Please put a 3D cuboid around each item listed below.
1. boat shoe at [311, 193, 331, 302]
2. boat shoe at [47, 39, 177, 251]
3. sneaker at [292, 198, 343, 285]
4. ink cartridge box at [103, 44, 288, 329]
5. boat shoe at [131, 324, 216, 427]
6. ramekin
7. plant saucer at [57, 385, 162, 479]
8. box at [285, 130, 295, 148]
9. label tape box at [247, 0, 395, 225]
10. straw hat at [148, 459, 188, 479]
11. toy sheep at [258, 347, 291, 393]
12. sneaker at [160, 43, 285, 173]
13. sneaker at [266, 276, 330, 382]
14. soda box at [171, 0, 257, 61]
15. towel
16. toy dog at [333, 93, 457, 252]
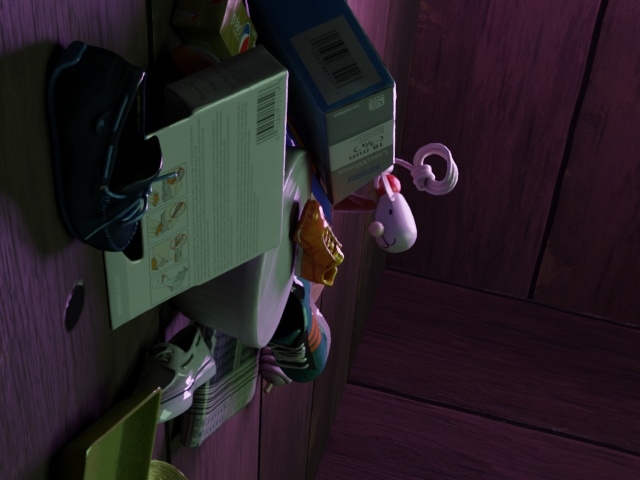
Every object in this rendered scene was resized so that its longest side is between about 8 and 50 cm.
[{"bbox_3d":[-0.039,-0.008,2.331,0.103,0.092,0.285,-27,131,-48],"label":"boat shoe"},{"bbox_3d":[-0.189,-0.066,1.245,0.258,0.089,0.109,88,19,-59],"label":"boat shoe"},{"bbox_3d":[0.000,0.000,1.821,0.175,0.067,0.064,85,22,-61],"label":"sneaker"},{"bbox_3d":[-0.148,-0.054,1.488,0.239,0.060,0.275,-27,144,-26],"label":"ink cartridge box"},{"bbox_3d":[-0.195,0.165,1.688,0.226,0.083,0.076,-51,126,-75],"label":"boat shoe"},{"bbox_3d":[-0.105,-0.002,1.788,0.273,0.127,0.273,14,90,-82],"label":"ramekin"},{"bbox_3d":[-0.246,0.270,1.513,0.188,0.045,0.188,-40,143,-67],"label":"plant saucer"},{"bbox_3d":[-0.047,-0.180,2.135,0.216,0.060,0.270,73,31,-75],"label":"box"},{"bbox_3d":[0.002,-0.201,1.829,0.240,0.106,0.333,62,-8,22],"label":"label tape box"},{"bbox_3d":[-0.229,0.354,1.729,0.061,0.144,0.144,-27,-145,47],"label":"straw hat"},{"bbox_3d":[-0.073,0.226,2.523,0.091,0.091,0.132,83,27,-67],"label":"toy sheep"},{"bbox_3d":[-0.129,-0.158,1.581,0.262,0.099,0.121,61,6,-58],"label":"sneaker"},{"bbox_3d":[-0.056,0.134,2.121,0.121,0.108,0.302,-69,157,-43],"label":"sneaker"},{"bbox_3d":[-0.119,-0.241,1.555,0.181,0.058,0.061,56,47,-78],"label":"soda box"},{"bbox_3d":[-0.141,0.134,2.082,0.324,0.056,0.312,-21,121,-77],"label":"towel"},{"bbox_3d":[0.061,-0.149,2.330,0.161,0.333,0.220,0,134,-42],"label":"toy dog"}]
